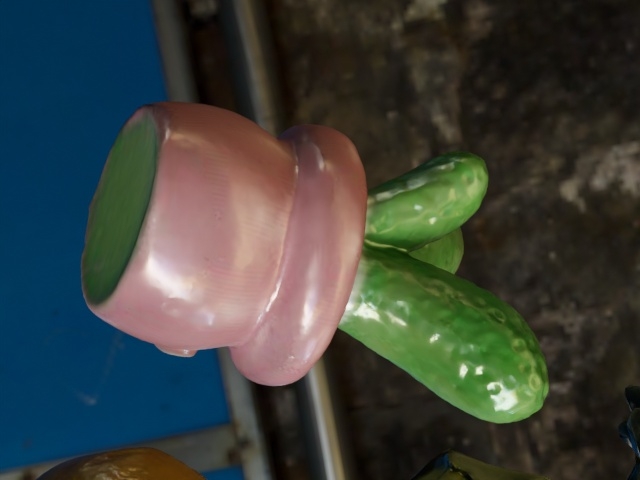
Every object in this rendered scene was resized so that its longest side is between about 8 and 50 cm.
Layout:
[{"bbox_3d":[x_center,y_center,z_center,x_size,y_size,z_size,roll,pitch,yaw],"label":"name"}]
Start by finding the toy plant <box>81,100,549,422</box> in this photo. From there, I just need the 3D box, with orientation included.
[{"bbox_3d":[-0.006,0.002,1.246,0.317,0.356,0.210,-120,42,-60],"label":"toy plant"}]

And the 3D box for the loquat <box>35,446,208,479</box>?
[{"bbox_3d":[-0.230,0.382,1.779,0.276,0.276,0.284,59,-152,-55],"label":"loquat"}]

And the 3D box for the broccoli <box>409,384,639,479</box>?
[{"bbox_3d":[0.145,0.218,0.681,0.334,0.324,0.272,-39,-72,-49],"label":"broccoli"}]
